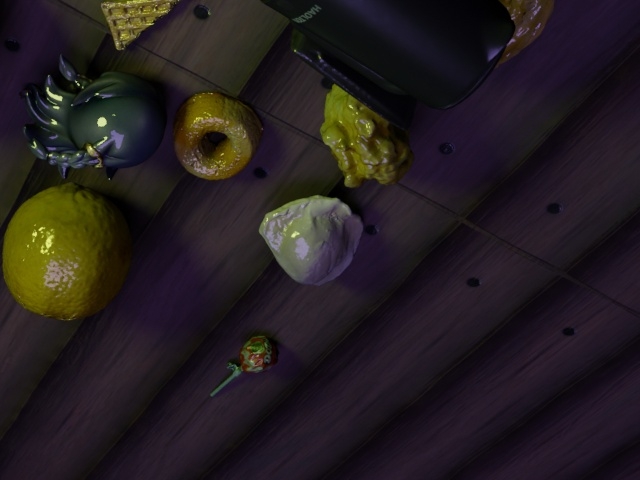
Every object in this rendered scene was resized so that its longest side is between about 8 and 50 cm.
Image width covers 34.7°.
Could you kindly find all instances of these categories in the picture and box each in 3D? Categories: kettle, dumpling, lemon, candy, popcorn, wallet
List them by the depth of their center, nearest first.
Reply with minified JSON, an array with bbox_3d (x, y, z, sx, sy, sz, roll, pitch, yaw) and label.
[{"bbox_3d":[0.077,-0.314,1.430,0.308,0.203,0.262,32,128,-22],"label":"kettle"},{"bbox_3d":[0.066,-0.294,1.643,0.245,0.168,0.052,32,139,-24],"label":"wallet"},{"bbox_3d":[0.073,-0.186,1.736,0.156,0.197,0.197,-10,132,17],"label":"popcorn"},{"bbox_3d":[-0.485,0.026,1.966,0.267,0.267,0.267,4,134,4],"label":"lemon"},{"bbox_3d":[0.000,0.000,1.972,0.179,0.131,0.252,-34,134,5],"label":"dumpling"},{"bbox_3d":[-0.184,0.298,2.326,0.084,0.078,0.288,-10,158,-37],"label":"candy"}]

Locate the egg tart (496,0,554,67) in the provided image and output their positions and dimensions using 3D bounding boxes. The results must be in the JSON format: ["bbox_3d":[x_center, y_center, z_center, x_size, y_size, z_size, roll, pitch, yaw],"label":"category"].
[{"bbox_3d":[0.188,-0.403,1.545,0.345,0.132,0.345,3,133,4],"label":"egg tart"}]

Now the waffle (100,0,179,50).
[{"bbox_3d":[-0.284,-0.369,1.716,0.153,0.023,0.097,-5,134,11],"label":"waffle"}]

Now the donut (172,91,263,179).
[{"bbox_3d":[-0.192,-0.179,1.856,0.162,0.065,0.178,15,133,-7],"label":"donut"}]

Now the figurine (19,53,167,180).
[{"bbox_3d":[-0.403,-0.207,1.797,0.265,0.197,0.175,-16,166,17],"label":"figurine"}]
